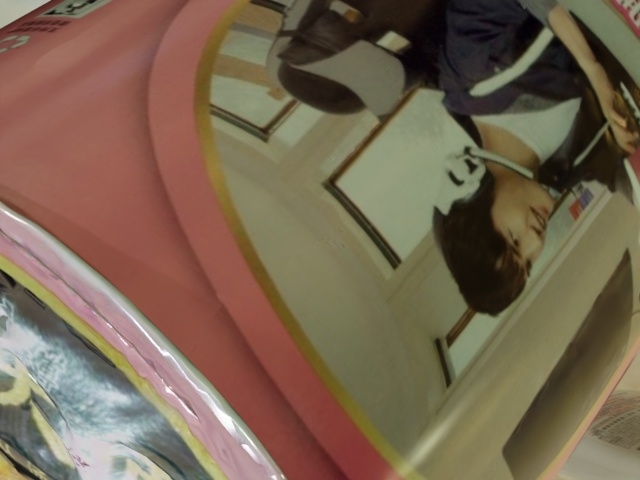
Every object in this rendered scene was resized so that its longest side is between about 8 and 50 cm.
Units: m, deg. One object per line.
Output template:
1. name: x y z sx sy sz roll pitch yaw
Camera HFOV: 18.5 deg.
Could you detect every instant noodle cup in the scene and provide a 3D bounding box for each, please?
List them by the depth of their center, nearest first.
1. instant noodle cup: 0.000 0.000 0.552 0.255 0.244 0.244 -42 99 -33

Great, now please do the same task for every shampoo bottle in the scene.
1. shampoo bottle: 0.207 0.136 1.337 0.108 0.221 0.051 -19 106 -26

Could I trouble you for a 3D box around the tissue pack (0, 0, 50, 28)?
1. tissue pack: -0.224 -0.184 0.796 0.333 0.236 0.229 4 79 4
